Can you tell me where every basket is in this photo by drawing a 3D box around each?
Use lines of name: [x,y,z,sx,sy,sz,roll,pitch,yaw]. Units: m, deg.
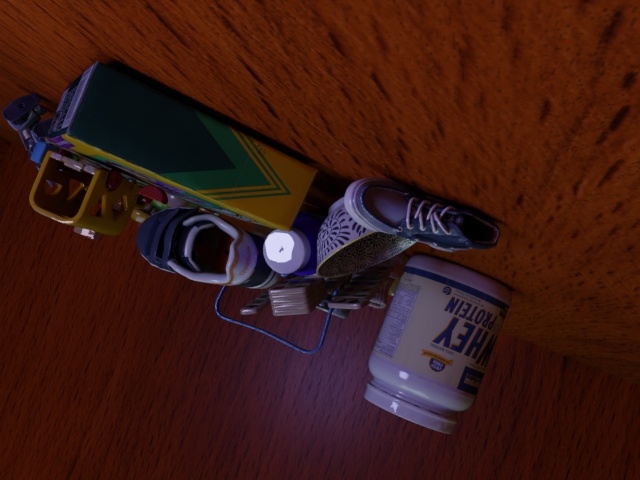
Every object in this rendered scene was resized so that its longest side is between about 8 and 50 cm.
basket: [-0.070,0.077,1.535,0.255,0.288,0.201,22,176,8]

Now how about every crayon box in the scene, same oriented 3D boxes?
crayon box: [-0.223,-0.129,1.031,0.313,0.106,0.363,23,177,-26]

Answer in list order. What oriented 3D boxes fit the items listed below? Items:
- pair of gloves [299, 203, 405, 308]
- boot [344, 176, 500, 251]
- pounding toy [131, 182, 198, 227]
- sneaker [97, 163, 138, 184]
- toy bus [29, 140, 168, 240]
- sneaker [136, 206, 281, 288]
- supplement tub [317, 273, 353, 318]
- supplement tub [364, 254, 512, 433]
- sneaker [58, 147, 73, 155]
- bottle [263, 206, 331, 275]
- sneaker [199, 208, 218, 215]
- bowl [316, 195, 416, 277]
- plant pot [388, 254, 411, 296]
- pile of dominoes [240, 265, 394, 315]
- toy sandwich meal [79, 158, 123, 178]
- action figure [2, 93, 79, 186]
pair of gloves: [0.043,0.017,1.302,0.240,0.042,0.204,26,-145,7]
boot: [0.127,-0.033,0.847,0.190,0.069,0.086,15,172,-30]
pounding toy: [-0.324,-0.064,1.417,0.237,0.110,0.183,17,172,35]
sneaker: [-0.314,-0.134,1.276,0.228,0.087,0.130,26,148,-18]
toy bus: [-0.321,-0.055,1.007,0.202,0.104,0.191,24,177,-28]
sneaker: [-0.223,0.002,1.200,0.321,0.126,0.127,10,175,33]
supplement tub: [0.046,0.085,1.713,0.117,0.190,0.117,23,175,2]
supplement tub: [0.242,0.216,1.477,0.235,0.324,0.235,21,175,2]
sneaker: [-0.763,-0.274,2.021,0.108,0.100,0.271,9,-174,-28]
bottle: [0.000,0.000,1.112,0.118,0.092,0.283,15,-169,21]
sneaker: [-0.367,-0.146,1.723,0.279,0.107,0.118,18,156,9]
bowl: [0.059,-0.019,0.979,0.080,0.170,0.170,67,-169,18]
plant pot: [0.171,0.078,1.630,0.134,0.095,0.134,22,176,2]
pile of dominoes: [0.002,0.059,1.083,0.196,0.040,0.251,-6,-170,19]
toy sandwich meal: [-0.364,-0.108,1.144,0.086,0.029,0.085,23,179,0]
action figure: [-0.597,-0.218,1.511,0.185,0.099,0.285,49,161,-4]
